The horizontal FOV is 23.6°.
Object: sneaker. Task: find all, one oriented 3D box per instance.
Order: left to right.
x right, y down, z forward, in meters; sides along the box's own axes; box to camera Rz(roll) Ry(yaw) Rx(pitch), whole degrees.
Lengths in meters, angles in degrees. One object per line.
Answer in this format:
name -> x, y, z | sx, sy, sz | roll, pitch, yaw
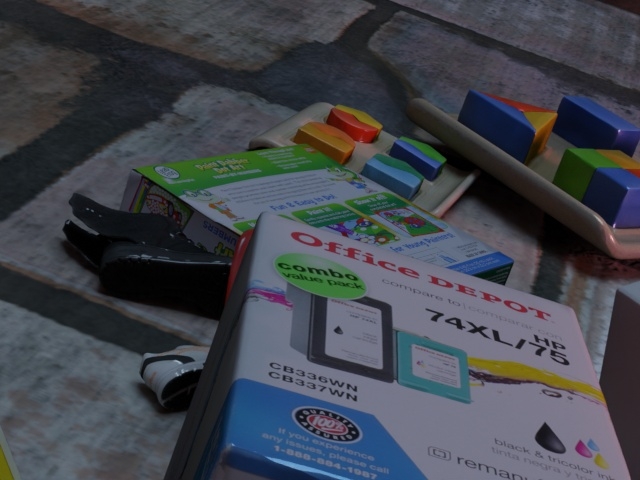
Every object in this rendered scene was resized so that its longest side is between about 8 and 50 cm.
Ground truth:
sneaker -> -0.113, 0.012, 1.178 | 0.170, 0.051, 0.089 | 11, 27, -12
sneaker -> -0.076, 0.085, 1.050 | 0.109, 0.040, 0.044 | -3, 28, -45

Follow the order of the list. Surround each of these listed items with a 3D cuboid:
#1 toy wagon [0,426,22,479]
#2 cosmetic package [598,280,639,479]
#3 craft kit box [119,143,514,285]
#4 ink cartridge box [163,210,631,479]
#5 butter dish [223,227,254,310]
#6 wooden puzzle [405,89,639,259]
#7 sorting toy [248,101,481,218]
toy wagon -> -0.314, 0.120, 0.728 | 0.344, 0.068, 0.267 | 7, 24, -29
cosmetic package -> 0.409, 0.093, 1.149 | 0.366, 0.155, 0.197 | -14, 35, -27
craft kit box -> 0.000, 0.000, 1.301 | 0.247, 0.061, 0.250 | 34, 26, 27
ink cartridge box -> 0.024, 0.143, 0.778 | 0.198, 0.197, 0.270 | 17, 21, -6
butter dish -> -0.003, 0.091, 1.009 | 0.160, 0.118, 0.160 | 14, 63, -17
wooden puzzle -> 0.312, -0.083, 1.690 | 0.348, 0.080, 0.322 | 4, 26, -44
sorting toy -> 0.052, -0.090, 1.578 | 0.208, 0.038, 0.193 | 24, 22, 11
